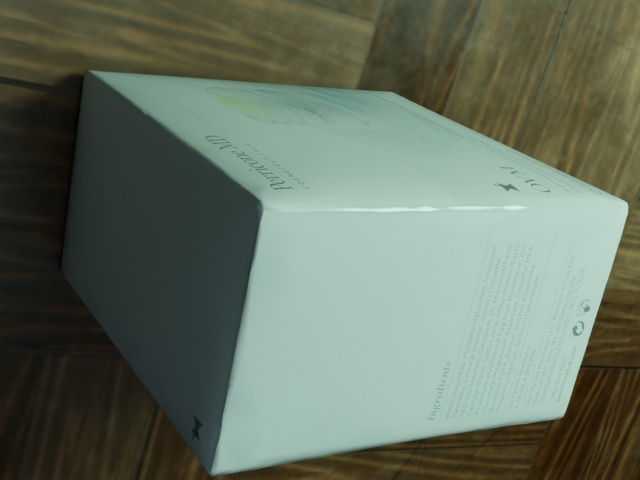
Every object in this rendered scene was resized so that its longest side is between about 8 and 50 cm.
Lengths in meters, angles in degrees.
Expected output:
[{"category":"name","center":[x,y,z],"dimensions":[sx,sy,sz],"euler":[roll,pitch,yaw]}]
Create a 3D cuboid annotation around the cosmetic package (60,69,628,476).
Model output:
[{"category":"cosmetic package","center":[0.000,0.000,0.538],"dimensions":[0.225,0.224,0.138],"euler":[-3,114,-33]}]
